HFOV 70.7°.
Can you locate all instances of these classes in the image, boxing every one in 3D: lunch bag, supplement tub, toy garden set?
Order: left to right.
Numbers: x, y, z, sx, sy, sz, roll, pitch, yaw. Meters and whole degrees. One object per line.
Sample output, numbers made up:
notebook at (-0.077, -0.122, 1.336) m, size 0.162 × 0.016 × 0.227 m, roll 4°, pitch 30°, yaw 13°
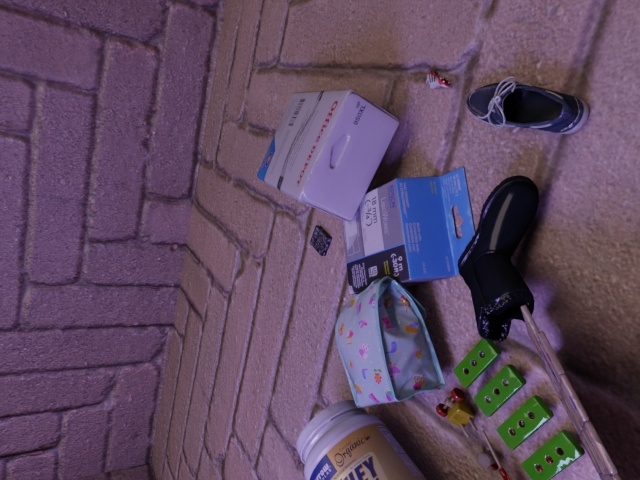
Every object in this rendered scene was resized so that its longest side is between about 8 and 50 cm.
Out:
supplement tub at (0.103, 0.547, 1.019) m, size 0.316 × 0.228 × 0.228 m, roll 44°, pitch 122°, yaw 43°
lunch bag at (0.144, 0.234, 1.046) m, size 0.223 × 0.160 × 0.262 m, roll 130°, pitch 129°, yaw -59°
toy garden set at (0.345, 0.345, 0.865) m, size 0.204 × 0.049 × 0.244 m, roll -61°, pitch 42°, yaw 29°

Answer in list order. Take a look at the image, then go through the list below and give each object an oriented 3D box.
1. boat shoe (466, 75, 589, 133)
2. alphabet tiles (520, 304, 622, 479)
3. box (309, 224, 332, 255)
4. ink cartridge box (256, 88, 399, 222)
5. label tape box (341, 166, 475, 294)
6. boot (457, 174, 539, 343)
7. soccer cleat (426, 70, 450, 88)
boat shoe at (0.370, -0.256, 0.860) m, size 0.254 × 0.079 × 0.095 m, roll 43°, pitch 122°, yaw 49°
alphabet tiles at (0.373, 0.269, 0.641) m, size 0.011 × 0.285 × 0.343 m, roll -26°, pitch 57°, yaw 16°
box at (0.000, 0.000, 1.436) m, size 0.083 × 0.018 × 0.067 m, roll 47°, pitch 124°, yaw 48°
ink cartridge box at (-0.001, -0.243, 1.236) m, size 0.286 × 0.166 × 0.395 m, roll -65°, pitch 27°, yaw 6°
label tape box at (0.193, -0.015, 1.074) m, size 0.333 × 0.105 × 0.241 m, roll -24°, pitch 67°, yaw 53°
boot at (0.336, 0.034, 0.801) m, size 0.207 × 0.094 × 0.247 m, roll -88°, pitch 15°, yaw -57°
soccer cleat at (0.276, -0.371, 1.062) m, size 0.083 × 0.029 × 0.036 m, roll 60°, pitch 142°, yaw 45°
